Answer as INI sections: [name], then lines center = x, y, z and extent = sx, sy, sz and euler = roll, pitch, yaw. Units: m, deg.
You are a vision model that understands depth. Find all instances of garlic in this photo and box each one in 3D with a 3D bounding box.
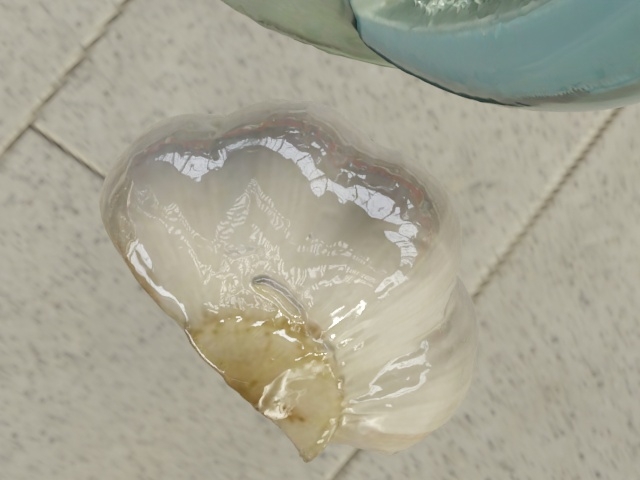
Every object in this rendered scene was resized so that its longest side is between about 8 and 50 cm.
[garlic]
center = 0.000, 0.000, 0.998
extent = 0.143, 0.229, 0.178
euler = -49, 20, 28

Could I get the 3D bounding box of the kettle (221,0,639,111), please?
[kettle]
center = 0.084, -0.183, 0.416
extent = 0.247, 0.342, 0.319
euler = 6, 68, -19
